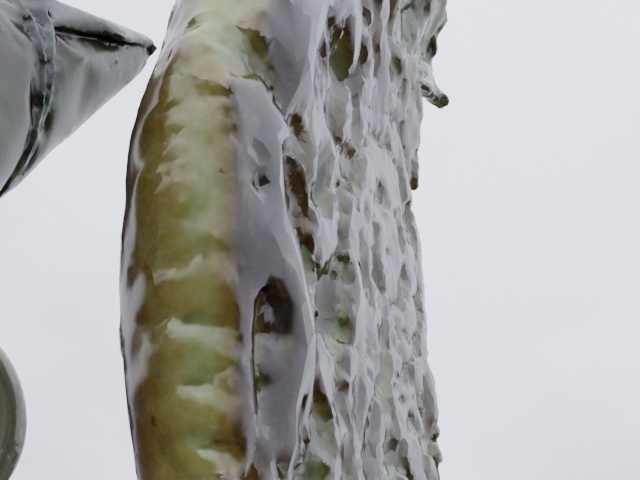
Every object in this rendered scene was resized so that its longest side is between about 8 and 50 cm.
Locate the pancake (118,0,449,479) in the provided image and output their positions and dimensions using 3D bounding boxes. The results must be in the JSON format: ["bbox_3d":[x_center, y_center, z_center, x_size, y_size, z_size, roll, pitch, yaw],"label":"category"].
[{"bbox_3d":[-0.002,-0.001,0.715,0.067,0.426,0.305,-7,-22,18],"label":"pancake"}]

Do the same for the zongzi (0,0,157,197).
[{"bbox_3d":[-0.341,-0.160,1.016,0.384,0.319,0.362,5,-63,14],"label":"zongzi"}]

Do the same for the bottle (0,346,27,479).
[{"bbox_3d":[-0.258,0.113,0.964,0.120,0.120,0.253,19,-18,-23],"label":"bottle"}]
